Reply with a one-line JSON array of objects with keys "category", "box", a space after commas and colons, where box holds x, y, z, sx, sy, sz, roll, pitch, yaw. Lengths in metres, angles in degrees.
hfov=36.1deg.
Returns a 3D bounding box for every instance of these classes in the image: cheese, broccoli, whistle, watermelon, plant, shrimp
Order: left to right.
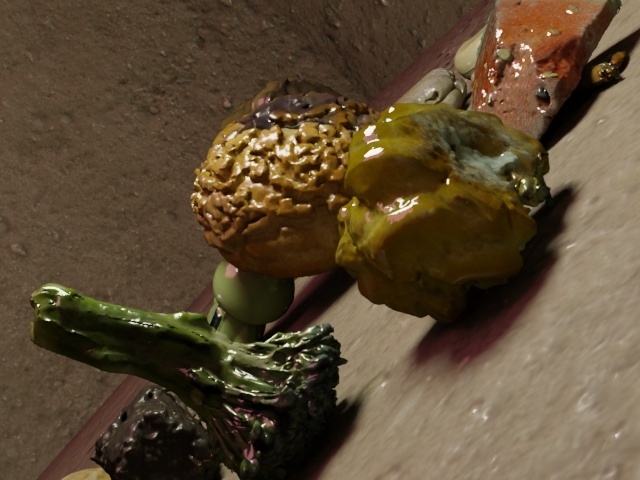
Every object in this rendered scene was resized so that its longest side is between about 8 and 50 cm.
[{"category": "plant", "box": [-0.197, 0.254, 1.192, 0.142, 0.131, 0.203, -52, 7, -17]}, {"category": "broccoli", "box": [-0.132, 0.116, 0.921, 0.145, 0.304, 0.165, 104, -173, -66]}, {"category": "whistle", "box": [-0.119, 0.121, 1.618, 0.141, 0.141, 0.294, -53, -15, -44]}, {"category": "cheese", "box": [0.325, -0.365, 1.872, 0.163, 0.071, 0.249, -44, 8, 19]}, {"category": "watermelon", "box": [0.242, -0.191, 1.158, 0.193, 0.139, 0.257, 111, -177, -51]}, {"category": "shrimp", "box": [0.321, -0.194, 1.094, 0.059, 0.023, 0.108, -39, 7, 0]}]

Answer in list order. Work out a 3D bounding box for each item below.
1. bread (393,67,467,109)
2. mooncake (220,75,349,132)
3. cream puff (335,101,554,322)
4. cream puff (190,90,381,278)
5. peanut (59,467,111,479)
[{"category": "bread", "box": [0.169, -0.211, 1.818, 0.337, 0.102, 0.183, -47, 10, -25]}, {"category": "mooncake", "box": [-0.045, -0.177, 2.029, 0.187, 0.324, 0.324, -31, 16, 46]}, {"category": "cream puff", "box": [0.094, -0.022, 0.877, 0.194, 0.195, 0.221, -42, 4, 34]}, {"category": "cream puff", "box": [-0.034, -0.100, 1.477, 0.327, 0.231, 0.343, -29, 31, -29]}, {"category": "peanut", "box": [-0.387, 0.436, 1.365, 0.136, 0.120, 0.298, -1, 40, 47]}]
